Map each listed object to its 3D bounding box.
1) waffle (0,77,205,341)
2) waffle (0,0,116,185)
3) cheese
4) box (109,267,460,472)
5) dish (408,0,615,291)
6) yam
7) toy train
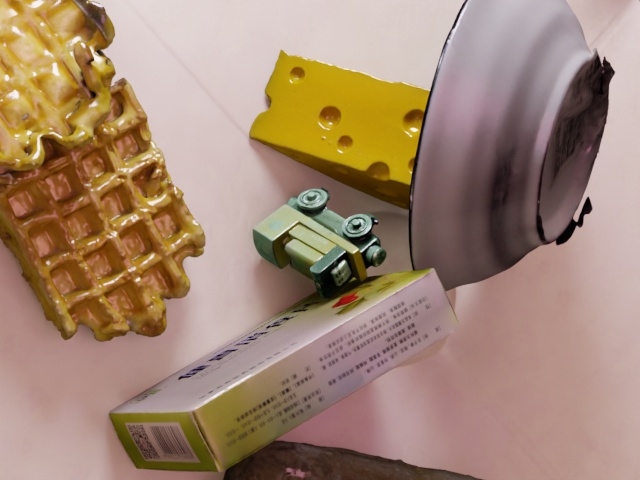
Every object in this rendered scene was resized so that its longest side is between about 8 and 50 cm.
[{"bbox_3d":[-0.185,-0.013,1.682,0.160,0.055,0.211,-32,99,-26],"label":"waffle"},{"bbox_3d":[-0.299,-0.179,1.604,0.280,0.060,0.262,7,72,-17],"label":"waffle"},{"bbox_3d":[0.028,-0.105,1.797,0.171,0.126,0.093,21,81,-5],"label":"cheese"},{"bbox_3d":[-0.032,0.110,1.684,0.260,0.175,0.062,-30,99,-27],"label":"box"},{"bbox_3d":[0.184,-0.089,1.755,0.316,0.106,0.316,-47,146,-47],"label":"dish"},{"bbox_3d":[0.064,0.252,1.756,0.330,0.133,0.133,19,77,-22],"label":"yam"},{"bbox_3d":[0.000,0.000,1.752,0.081,0.122,0.050,-36,134,-23],"label":"toy train"}]
